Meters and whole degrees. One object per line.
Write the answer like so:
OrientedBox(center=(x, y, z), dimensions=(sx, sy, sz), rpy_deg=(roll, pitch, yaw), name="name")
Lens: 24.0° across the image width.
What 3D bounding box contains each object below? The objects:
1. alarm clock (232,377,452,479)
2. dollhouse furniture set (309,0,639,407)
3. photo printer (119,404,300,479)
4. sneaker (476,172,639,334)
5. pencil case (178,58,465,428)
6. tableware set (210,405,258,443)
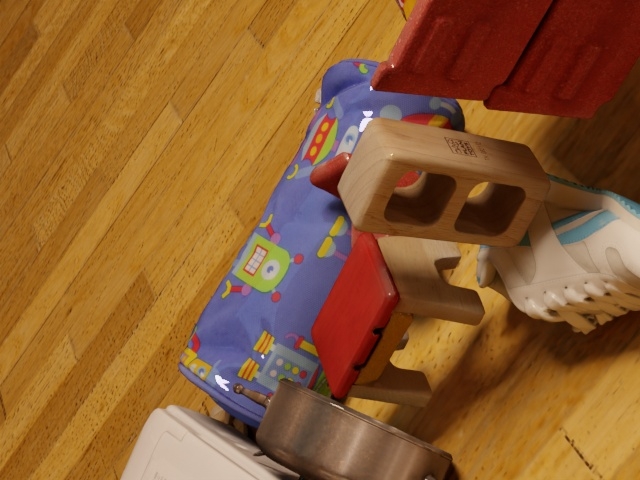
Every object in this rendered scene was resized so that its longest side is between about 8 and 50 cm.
OrientedBox(center=(0.035, 0.150, 1.014), dimensions=(0.192, 0.129, 0.064), rpy_deg=(16, 80, 38), name="alarm clock")
OrientedBox(center=(0.049, -0.091, 0.970), dimensions=(0.374, 0.152, 0.201), rpy_deg=(-63, 32, 36), name="dollhouse furniture set")
OrientedBox(center=(-0.098, 0.300, 1.090), dimensions=(0.256, 0.107, 0.307), rpy_deg=(20, 86, 57), name="photo printer")
OrientedBox(center=(0.179, 0.017, 0.953), dimensions=(0.228, 0.087, 0.092), rpy_deg=(24, 93, 66), name="sneaker")
OrientedBox(center=(0.000, 0.000, 1.182), dimensions=(0.133, 0.119, 0.306), rpy_deg=(24, 85, 35), name="pencil case")
OrientedBox(center=(-0.119, 0.195, 1.282), dimensions=(0.194, 0.039, 0.128), rpy_deg=(-32, 42, 40), name="tableware set")
